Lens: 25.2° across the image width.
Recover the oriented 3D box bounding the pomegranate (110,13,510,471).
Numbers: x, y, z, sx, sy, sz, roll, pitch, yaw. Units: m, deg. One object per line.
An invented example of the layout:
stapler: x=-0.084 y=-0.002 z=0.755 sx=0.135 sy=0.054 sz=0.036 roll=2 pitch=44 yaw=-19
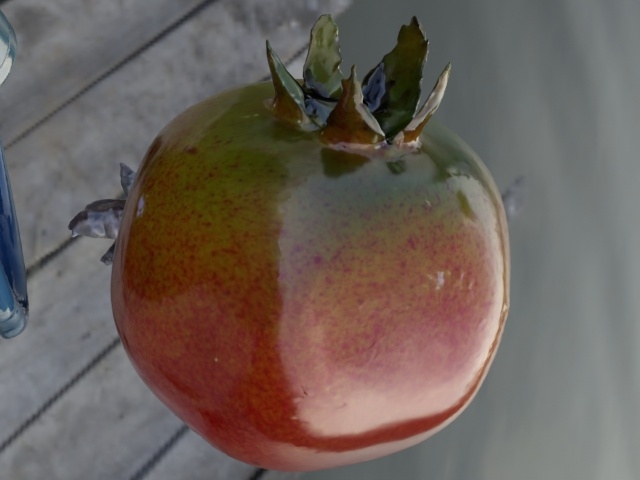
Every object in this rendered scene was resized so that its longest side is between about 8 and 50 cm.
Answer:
pomegranate: x=0.000 y=0.000 z=0.773 sx=0.221 sy=0.221 sz=0.257 roll=-24 pitch=140 yaw=-51

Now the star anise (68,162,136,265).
star anise: x=-0.206 y=-0.017 z=1.864 sx=0.093 sy=0.236 sz=0.229 roll=-96 pitch=-161 yaw=-70

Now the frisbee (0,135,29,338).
frisbee: x=-0.192 y=-0.092 z=0.672 sx=0.049 sy=0.289 sz=0.289 roll=-13 pitch=108 yaw=-8

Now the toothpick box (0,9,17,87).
toothpick box: x=-0.376 y=-0.215 z=1.367 sx=0.184 sy=0.120 sz=0.120 roll=64 pitch=41 yaw=-65
